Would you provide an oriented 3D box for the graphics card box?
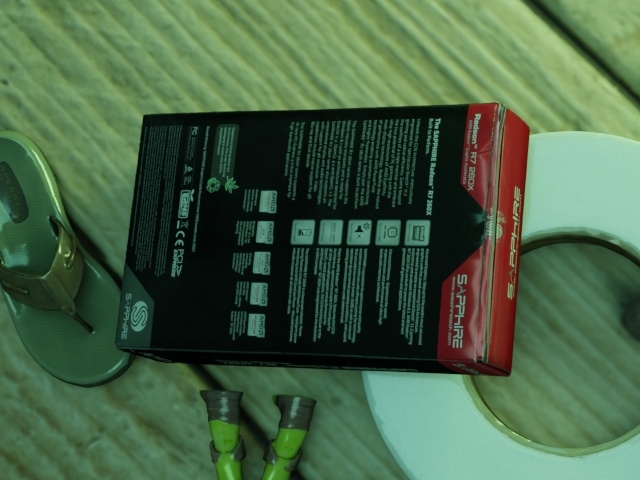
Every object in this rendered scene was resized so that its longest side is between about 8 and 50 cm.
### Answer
[{"bbox_3d":[0.000,0.000,1.658,0.371,0.094,0.233,0,78,26],"label":"graphics card box"}]

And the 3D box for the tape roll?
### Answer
[{"bbox_3d":[0.231,0.094,1.677,0.392,0.072,0.392,-1,83,9],"label":"tape roll"}]

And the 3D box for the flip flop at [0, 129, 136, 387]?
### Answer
[{"bbox_3d":[-0.270,0.016,1.764,0.112,0.080,0.277,-26,80,5],"label":"flip flop"}]

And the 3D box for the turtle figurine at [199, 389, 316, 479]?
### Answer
[{"bbox_3d":[-0.080,0.249,1.701,0.269,0.087,0.217,3,84,10],"label":"turtle figurine"}]
